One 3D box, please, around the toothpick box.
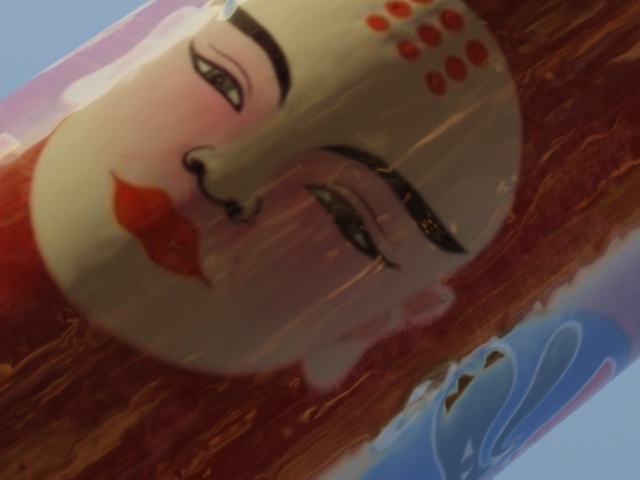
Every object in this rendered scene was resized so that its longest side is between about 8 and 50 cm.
[{"bbox_3d":[0.000,0.000,0.618,0.333,0.204,0.204,-37,-105,-17],"label":"toothpick box"}]
